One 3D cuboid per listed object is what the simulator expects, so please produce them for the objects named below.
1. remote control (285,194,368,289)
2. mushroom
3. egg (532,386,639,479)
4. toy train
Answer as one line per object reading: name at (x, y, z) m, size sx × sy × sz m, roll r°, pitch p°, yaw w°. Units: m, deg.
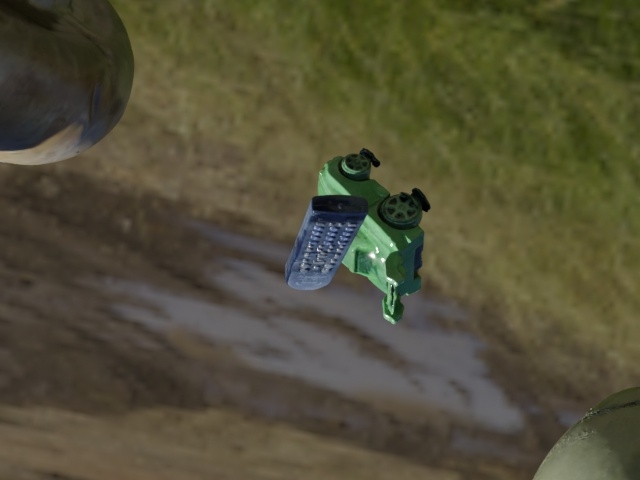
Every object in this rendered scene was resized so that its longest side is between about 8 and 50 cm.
remote control at (0.000, 0.001, 1.507) m, size 0.043 × 0.027 × 0.152 m, roll 7°, pitch 158°, yaw -9°
mushroom at (-0.216, -0.181, 1.391) m, size 0.243 × 0.244 × 0.243 m, roll 10°, pitch 168°, yaw 2°
egg at (0.204, 0.212, 1.146) m, size 0.186 × 0.253 × 0.186 m, roll -5°, pitch 165°, yaw -1°
toy train at (0.044, -0.006, 1.752) m, size 0.149 × 0.081 × 0.099 m, roll 41°, pitch 151°, yaw 28°
